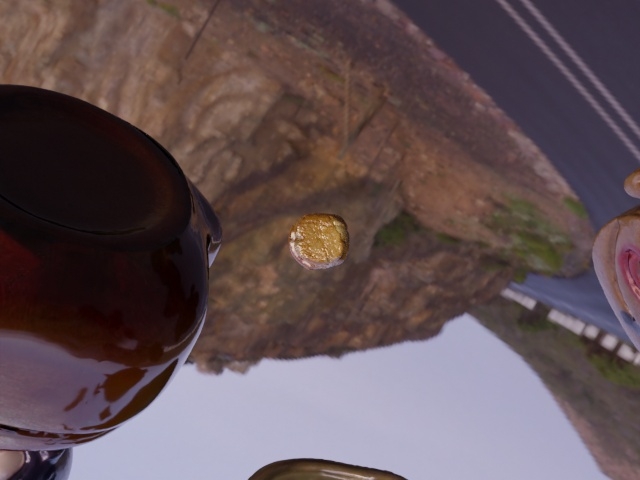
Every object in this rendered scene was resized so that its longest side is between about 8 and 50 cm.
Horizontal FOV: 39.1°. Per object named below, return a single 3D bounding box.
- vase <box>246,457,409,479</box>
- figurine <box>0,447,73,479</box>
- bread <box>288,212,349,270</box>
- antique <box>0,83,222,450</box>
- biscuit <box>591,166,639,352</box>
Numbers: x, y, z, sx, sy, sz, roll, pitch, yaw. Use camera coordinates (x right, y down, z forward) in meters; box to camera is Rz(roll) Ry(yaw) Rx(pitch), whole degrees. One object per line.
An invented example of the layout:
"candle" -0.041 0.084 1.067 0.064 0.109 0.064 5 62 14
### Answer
"vase" -0.008 0.390 0.737 0.241 0.302 0.329 6 -150 22
"figurine" -0.263 0.192 0.770 0.145 0.145 0.222 24 -151 -54
"bread" 0.000 0.000 1.198 0.081 0.083 0.046 53 179 7
"antique" -0.162 0.006 0.497 0.223 0.129 0.278 44 -155 17
"biscuit" 0.421 0.059 0.965 0.314 0.063 0.367 59 164 -5
